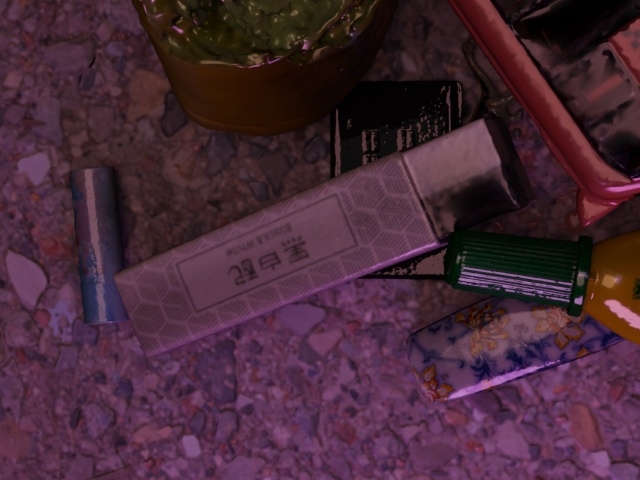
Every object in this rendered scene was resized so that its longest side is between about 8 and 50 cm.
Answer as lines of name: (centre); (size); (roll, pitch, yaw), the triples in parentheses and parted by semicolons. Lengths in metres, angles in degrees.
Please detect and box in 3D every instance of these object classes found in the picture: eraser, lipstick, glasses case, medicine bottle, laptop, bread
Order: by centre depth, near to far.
bread: (-0.039, -0.225, 1.421); (0.208, 0.376, 0.251); (20, 82, 3)
medicine bottle: (0.264, 0.036, 1.448); (0.309, 0.076, 0.111); (8, 92, -7)
glasses case: (0.203, 0.082, 1.530); (0.248, 0.065, 0.087); (-20, 93, 9)
eraser: (0.000, 0.000, 1.539); (0.404, 0.096, 0.098); (-23, 89, 20)
laptop: (0.073, -0.058, 1.574); (0.135, 0.016, 0.197); (0, 93, 18)
lipstick: (-0.225, 0.005, 1.637); (0.048, 0.048, 0.158); (-5, 92, 13)

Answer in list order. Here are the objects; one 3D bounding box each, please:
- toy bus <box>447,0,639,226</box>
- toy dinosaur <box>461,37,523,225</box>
toy bus: (0.232, -0.230, 1.439); (0.233, 0.203, 0.427); (-35, 85, 15)
toy dinosaur: (0.170, -0.106, 1.546); (0.058, 0.037, 0.180); (-6, 85, 34)
